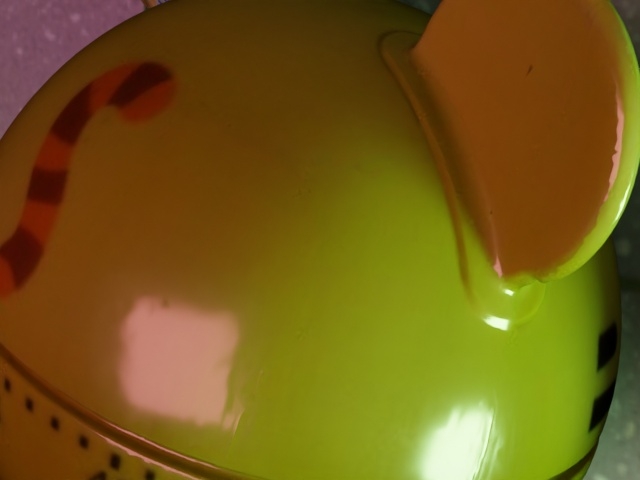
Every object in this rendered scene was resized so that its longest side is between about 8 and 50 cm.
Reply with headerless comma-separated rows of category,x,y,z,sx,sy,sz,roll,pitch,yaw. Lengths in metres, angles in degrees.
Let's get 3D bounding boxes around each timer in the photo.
timer,0.000,0.000,0.949,0.376,0.376,0.387,27,113,25

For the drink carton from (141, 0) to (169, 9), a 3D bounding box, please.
drink carton,-0.077,-0.165,1.112,0.200,0.074,0.084,50,124,14
